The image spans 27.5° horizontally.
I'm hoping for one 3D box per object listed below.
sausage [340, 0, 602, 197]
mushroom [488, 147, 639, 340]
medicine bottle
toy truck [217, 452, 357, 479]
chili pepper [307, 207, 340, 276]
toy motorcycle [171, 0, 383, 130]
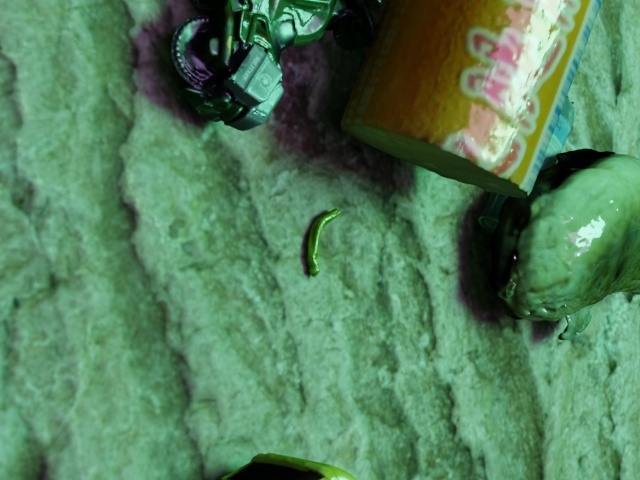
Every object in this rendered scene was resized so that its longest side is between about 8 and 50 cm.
[{"bbox_3d":[0.174,-0.214,1.443,0.233,0.233,0.287,20,92,-38],"label":"sausage"},{"bbox_3d":[0.356,0.007,1.661,0.344,0.130,0.247,1,94,-47],"label":"mushroom"},{"bbox_3d":[0.260,-0.104,1.666,0.090,0.054,0.208,42,64,-33],"label":"medicine bottle"},{"bbox_3d":[0.001,0.409,1.318,0.254,0.181,0.405,-33,108,-35],"label":"toy truck"},{"bbox_3d":[-0.001,0.000,1.458,0.030,0.017,0.083,24,74,-38],"label":"chili pepper"},{"bbox_3d":[-0.043,-0.227,1.380,0.187,0.125,0.274,40,64,-20],"label":"toy motorcycle"}]
